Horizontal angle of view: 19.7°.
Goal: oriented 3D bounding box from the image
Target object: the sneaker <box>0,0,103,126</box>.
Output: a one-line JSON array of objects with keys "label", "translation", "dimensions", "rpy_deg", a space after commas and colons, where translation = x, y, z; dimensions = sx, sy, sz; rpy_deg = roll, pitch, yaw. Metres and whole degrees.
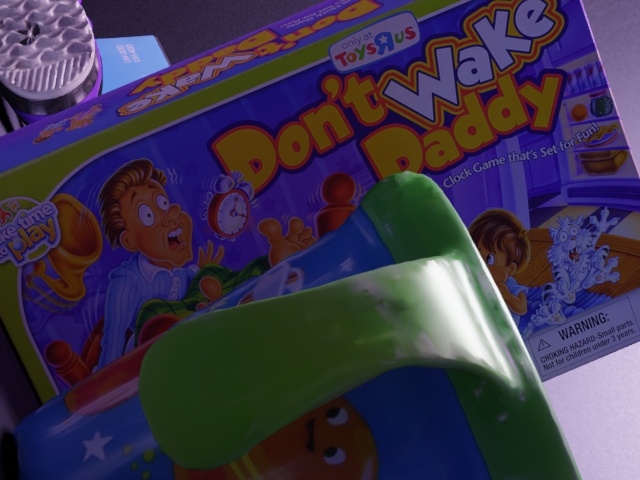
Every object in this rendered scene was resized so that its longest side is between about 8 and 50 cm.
[{"label": "sneaker", "translation": [-0.244, -0.197, 1.492], "dimensions": [0.146, 0.102, 0.293], "rpy_deg": [79, -7, -60]}]

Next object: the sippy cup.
[{"label": "sippy cup", "translation": [-0.010, 0.117, 0.845], "dimensions": [0.240, 0.224, 0.305], "rpy_deg": [-115, -177, -60]}]

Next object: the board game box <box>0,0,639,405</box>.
[{"label": "board game box", "translation": [0.000, 0.000, 1.016], "dimensions": [0.078, 0.347, 0.233], "rpy_deg": [-117, -176, -69]}]

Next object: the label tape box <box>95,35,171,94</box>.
[{"label": "label tape box", "translation": [-0.141, -0.052, 1.678], "dimensions": [0.347, 0.115, 0.249], "rpy_deg": [74, -9, -50]}]
